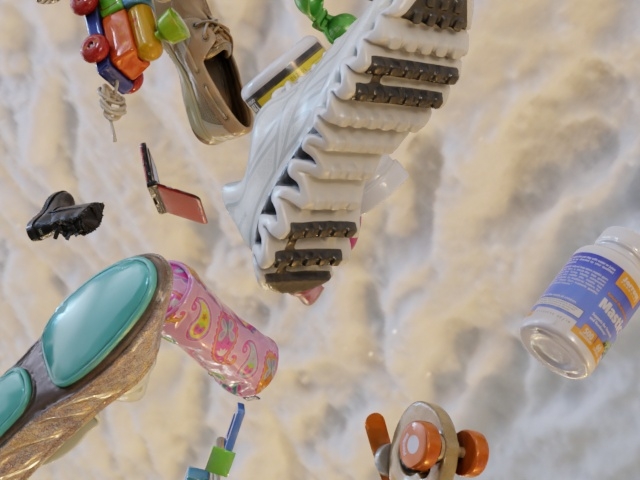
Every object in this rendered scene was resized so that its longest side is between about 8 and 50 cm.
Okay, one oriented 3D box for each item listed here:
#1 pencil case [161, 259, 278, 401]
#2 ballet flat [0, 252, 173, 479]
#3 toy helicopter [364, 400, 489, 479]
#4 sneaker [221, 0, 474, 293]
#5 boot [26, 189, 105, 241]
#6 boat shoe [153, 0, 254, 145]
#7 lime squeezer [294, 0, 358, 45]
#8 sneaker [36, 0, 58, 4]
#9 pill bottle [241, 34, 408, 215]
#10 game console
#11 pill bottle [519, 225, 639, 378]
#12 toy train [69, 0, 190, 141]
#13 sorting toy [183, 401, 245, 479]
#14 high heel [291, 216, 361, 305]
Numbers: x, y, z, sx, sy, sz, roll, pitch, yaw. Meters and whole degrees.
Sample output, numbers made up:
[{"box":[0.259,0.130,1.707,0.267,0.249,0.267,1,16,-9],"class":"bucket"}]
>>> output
[{"box":[-0.177,0.147,1.667,0.124,0.124,0.284,15,158,39],"class":"pencil case"},{"box":[-0.225,0.130,0.967,0.106,0.316,0.107,34,-157,-45],"class":"ballet flat"},{"box":[0.144,0.458,1.891,0.140,0.355,0.235,15,-176,-31],"class":"toy helicopter"},{"box":[0.009,-0.099,0.821,0.292,0.110,0.118,-57,49,24],"class":"sneaker"},{"box":[-0.353,-0.039,1.507,0.099,0.121,0.045,-10,117,23],"class":"boot"},{"box":[-0.200,-0.342,1.852,0.110,0.121,0.341,-11,103,40],"class":"boat shoe"},{"box":[0.035,-0.307,1.398,0.110,0.059,0.310,-22,125,30],"class":"lime squeezer"},{"box":[-0.479,-0.543,1.947,0.223,0.083,0.098,-42,74,28],"class":"sneaker"},{"box":[0.009,-0.118,1.123,0.184,0.103,0.103,51,147,-8],"class":"pill bottle"},{"box":[-0.252,-0.097,1.822,0.144,0.085,0.124,91,166,-72],"class":"game console"},{"box":[0.493,0.105,1.914,0.152,0.272,0.152,35,158,17],"class":"pill bottle"},{"box":[-0.236,-0.257,1.416,0.105,0.143,0.248,41,-154,-57],"class":"toy train"},{"box":[-0.182,0.387,1.466,0.047,0.196,0.348,19,104,-6],"class":"sorting toy"},{"box":[0.000,0.000,2.018,0.082,0.244,0.117,24,165,31],"class":"high heel"}]
